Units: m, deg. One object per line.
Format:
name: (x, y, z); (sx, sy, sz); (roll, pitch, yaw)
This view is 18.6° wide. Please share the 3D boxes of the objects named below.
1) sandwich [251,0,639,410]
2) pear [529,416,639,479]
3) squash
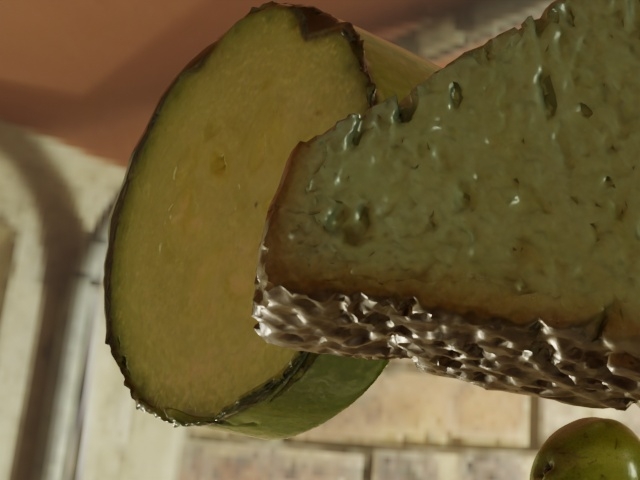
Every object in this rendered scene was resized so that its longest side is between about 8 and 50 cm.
sandwich: (0.140, -0.047, 0.734); (0.288, 0.254, 0.099); (12, -15, 10)
pear: (0.194, 0.169, 1.401); (0.097, 0.092, 0.092); (-14, -14, -42)
squash: (-0.007, 0.005, 0.949); (0.133, 0.220, 0.220); (28, -38, -32)
